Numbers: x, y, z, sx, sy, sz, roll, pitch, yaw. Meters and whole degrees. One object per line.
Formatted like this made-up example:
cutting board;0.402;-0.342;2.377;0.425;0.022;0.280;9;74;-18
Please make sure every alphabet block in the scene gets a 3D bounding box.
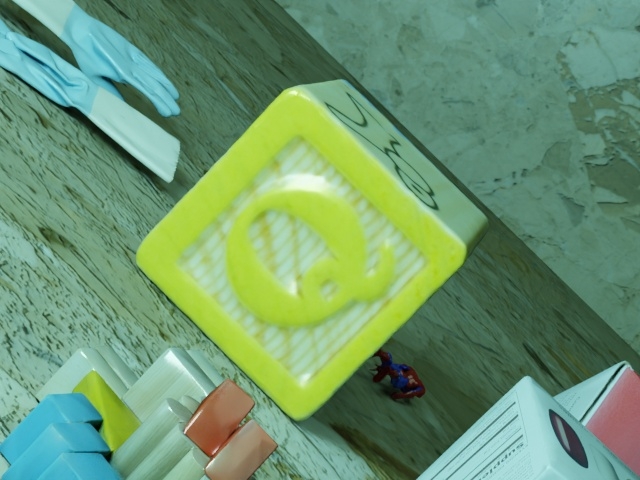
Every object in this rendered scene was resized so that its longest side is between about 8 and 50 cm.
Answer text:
alphabet block;0.000;0.000;1.391;0.192;0.193;0.197;43;12;4

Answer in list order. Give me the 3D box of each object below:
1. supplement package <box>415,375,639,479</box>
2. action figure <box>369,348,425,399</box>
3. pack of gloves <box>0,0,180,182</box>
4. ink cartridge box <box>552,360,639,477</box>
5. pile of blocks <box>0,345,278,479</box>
supplement package;0.144;0.249;0.980;0.262;0.204;0.145;42;13;-9
action figure;0.069;0.124;1.583;0.038;0.030;0.115;56;12;27
pack of gloves;-0.227;-0.151;1.575;0.232;0.046;0.195;37;25;-18
ink cartridge box;0.254;0.244;1.195;0.309;0.130;0.272;43;-30;-4
pile of blocks;-0.077;0.135;0.871;0.149;0.112;0.362;36;14;-34
